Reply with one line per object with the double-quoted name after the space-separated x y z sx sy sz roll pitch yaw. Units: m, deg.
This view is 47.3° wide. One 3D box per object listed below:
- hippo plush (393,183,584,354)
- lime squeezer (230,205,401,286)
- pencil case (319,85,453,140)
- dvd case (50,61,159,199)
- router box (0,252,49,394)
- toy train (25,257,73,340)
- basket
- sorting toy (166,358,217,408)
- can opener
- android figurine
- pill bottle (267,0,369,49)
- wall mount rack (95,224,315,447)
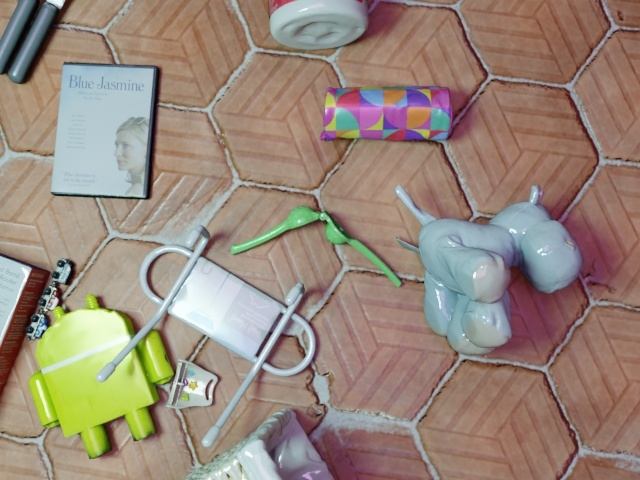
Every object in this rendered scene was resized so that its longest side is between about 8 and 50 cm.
0.295 0.043 1.228 0.236 0.234 0.294 -18 40 -17 "hippo plush"
0.000 0.000 1.291 0.310 0.059 0.110 11 83 3 "lime squeezer"
0.115 -0.224 1.295 0.236 0.104 0.104 1 83 5 "pencil case"
-0.396 -0.203 1.350 0.180 0.022 0.253 3 83 3 "dvd case"
-0.699 0.135 1.291 0.335 0.082 0.301 19 84 5 "router box"
-0.484 0.108 1.315 0.036 0.027 0.158 24 84 -6 "toy train"
-0.087 0.476 1.106 0.266 0.328 0.331 -34 83 2 "basket"
-0.221 0.255 1.279 0.075 0.045 0.083 14 83 -3 "sorting toy"
-0.524 -0.426 1.341 0.074 0.093 0.280 27 93 -11 "can opener"
-0.390 0.232 1.280 0.248 0.056 0.273 -23 83 0 "android figurine"
-0.014 -0.518 1.293 0.176 0.176 0.318 -5 83 2 "pill bottle"
-0.192 0.156 1.238 0.350 0.130 0.304 30 82 6 "wall mount rack"
